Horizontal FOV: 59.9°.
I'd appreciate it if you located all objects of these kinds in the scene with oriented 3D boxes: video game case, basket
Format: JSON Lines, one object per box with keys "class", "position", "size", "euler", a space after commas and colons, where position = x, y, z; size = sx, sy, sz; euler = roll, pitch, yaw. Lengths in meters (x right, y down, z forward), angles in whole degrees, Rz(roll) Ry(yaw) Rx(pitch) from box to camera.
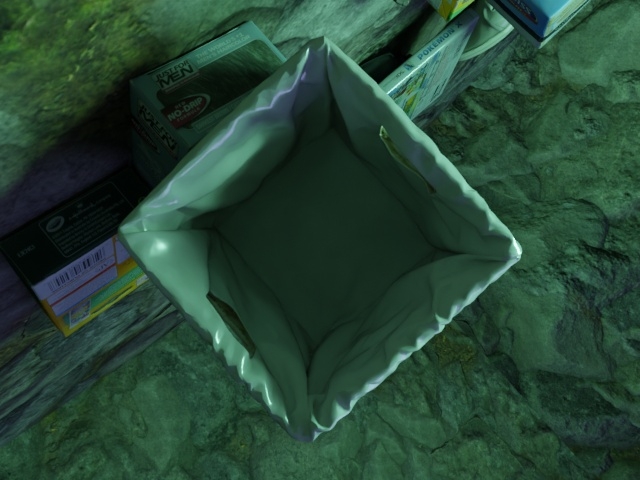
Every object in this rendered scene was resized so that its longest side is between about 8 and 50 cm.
{"class": "video game case", "position": [0.217, -0.353, 1.315], "size": [0.300, 0.036, 0.329], "euler": [-42, 171, -13]}
{"class": "basket", "position": [0.000, 0.000, 0.710], "size": [0.331, 0.328, 0.266], "euler": [-42, 177, 4]}

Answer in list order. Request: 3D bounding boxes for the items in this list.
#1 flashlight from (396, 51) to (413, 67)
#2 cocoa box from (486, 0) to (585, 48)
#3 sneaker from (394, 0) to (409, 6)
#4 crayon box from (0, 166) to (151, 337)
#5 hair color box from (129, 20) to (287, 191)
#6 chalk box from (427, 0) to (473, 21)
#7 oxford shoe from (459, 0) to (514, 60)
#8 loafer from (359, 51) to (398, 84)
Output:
{"class": "flashlight", "position": [0.152, -0.346, 1.447], "size": [0.304, 0.103, 0.103], "euler": [-47, -157, 35]}
{"class": "cocoa box", "position": [0.470, -0.583, 1.028], "size": [0.347, 0.231, 0.228], "euler": [-43, 174, 15]}
{"class": "sneaker", "position": [0.084, -0.371, 0.645], "size": [0.136, 0.116, 0.314], "euler": [-46, 173, 29]}
{"class": "crayon box", "position": [-0.366, 0.033, 0.892], "size": [0.203, 0.083, 0.323], "euler": [-39, 173, -27]}
{"class": "hair color box", "position": [-0.169, -0.127, 0.829], "size": [0.185, 0.113, 0.374], "euler": [-39, 173, -26]}
{"class": "chalk box", "position": [0.241, -0.472, 0.844], "size": [0.213, 0.132, 0.132], "euler": [-40, 174, -5]}
{"class": "oxford shoe", "position": [0.458, -0.616, 1.343], "size": [0.130, 0.169, 0.449], "euler": [18, 144, -31]}
{"class": "loafer", "position": [0.076, -0.321, 1.191], "size": [0.223, 0.076, 0.078], "euler": [-38, -176, 4]}
